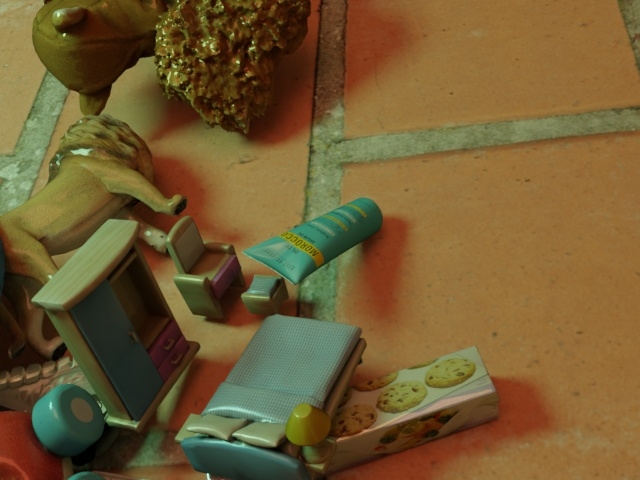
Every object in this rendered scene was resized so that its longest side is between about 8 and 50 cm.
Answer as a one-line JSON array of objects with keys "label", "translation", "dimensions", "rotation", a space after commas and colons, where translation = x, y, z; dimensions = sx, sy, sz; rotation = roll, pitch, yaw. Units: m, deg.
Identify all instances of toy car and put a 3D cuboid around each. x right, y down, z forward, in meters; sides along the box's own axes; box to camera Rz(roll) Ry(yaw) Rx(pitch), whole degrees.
[{"label": "toy car", "translation": [-0.360, 0.250, 0.786], "dimensions": [0.219, 0.238, 0.210], "rotation": [-37, 51, 16]}]

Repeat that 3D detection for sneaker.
[{"label": "sneaker", "translation": [-0.324, 0.214, 0.955], "dimensions": [0.228, 0.086, 0.132], "rotation": [-21, 52, -5]}]

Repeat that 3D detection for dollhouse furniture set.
[{"label": "dollhouse furniture set", "translation": [-0.087, 0.076, 0.874], "dimensions": [0.303, 0.198, 0.286], "rotation": [5, 41, 28]}]

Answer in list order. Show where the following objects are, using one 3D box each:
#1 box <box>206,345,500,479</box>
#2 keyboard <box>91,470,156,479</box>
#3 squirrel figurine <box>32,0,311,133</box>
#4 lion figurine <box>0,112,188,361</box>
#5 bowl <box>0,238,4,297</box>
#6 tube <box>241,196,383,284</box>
[{"label": "box", "translation": [0.033, 0.204, 0.885], "dimensions": [0.324, 0.063, 0.067], "rotation": [-17, 47, 0]}, {"label": "keyboard", "translation": [-0.125, 0.290, 0.853], "dimensions": [0.256, 0.072, 0.014], "rotation": [4, 25, 17]}, {"label": "squirrel figurine", "translation": [-0.229, -0.338, 1.237], "dimensions": [0.397, 0.281, 0.370], "rotation": [34, 54, 23]}, {"label": "lion figurine", "translation": [-0.342, -0.026, 1.084], "dimensions": [0.240, 0.142, 0.392], "rotation": [32, 46, 13]}, {"label": "bowl", "translation": [-0.570, 0.080, 0.962], "dimensions": [0.391, 0.077, 0.391], "rotation": [-9, 55, 13]}, {"label": "tube", "translation": [0.000, 0.000, 1.010], "dimensions": [0.080, 0.052, 0.207], "rotation": [26, 34, 29]}]
